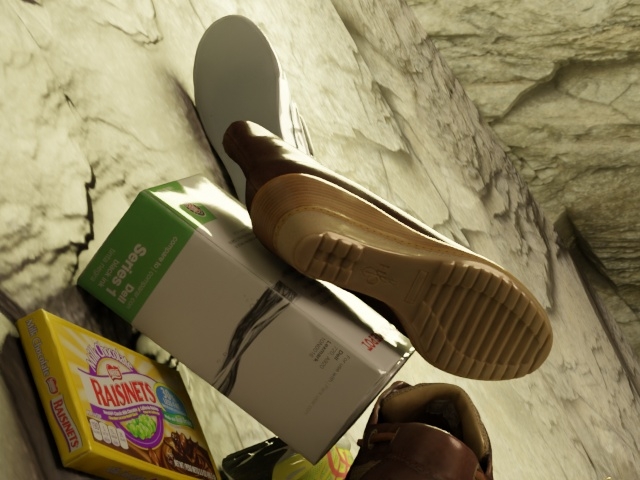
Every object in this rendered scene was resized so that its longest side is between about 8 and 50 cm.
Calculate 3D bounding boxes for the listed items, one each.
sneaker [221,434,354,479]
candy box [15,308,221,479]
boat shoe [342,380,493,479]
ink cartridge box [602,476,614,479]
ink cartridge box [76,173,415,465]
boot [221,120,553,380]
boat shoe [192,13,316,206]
[{"bbox_3d":[-0.009,0.193,1.505,0.208,0.081,0.094,8,63,-71],"label":"sneaker"},{"bbox_3d":[-0.131,0.117,1.303,0.105,0.027,0.206,65,13,23],"label":"candy box"},{"bbox_3d":[0.077,0.160,1.340,0.123,0.123,0.342,24,1,10],"label":"boat shoe"},{"bbox_3d":[0.196,0.324,1.679,0.193,0.234,0.088,49,18,-47],"label":"ink cartridge box"},{"bbox_3d":[-0.047,0.054,1.420,0.219,0.092,0.160,38,12,6],"label":"ink cartridge box"},{"bbox_3d":[0.050,-0.001,1.452,0.248,0.090,0.207,27,16,-25],"label":"boot"},{"bbox_3d":[-0.056,-0.092,1.885,0.084,0.095,0.258,31,44,-73],"label":"boat shoe"}]
